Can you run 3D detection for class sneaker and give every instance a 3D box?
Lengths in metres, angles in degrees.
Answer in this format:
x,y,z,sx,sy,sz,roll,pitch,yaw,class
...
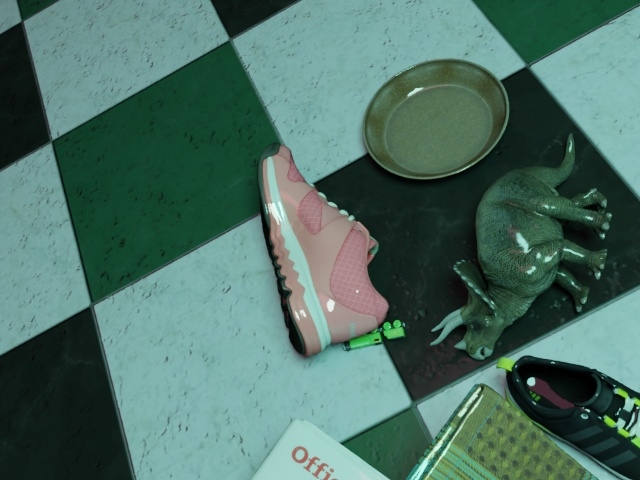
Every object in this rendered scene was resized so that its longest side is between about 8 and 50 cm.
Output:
x,y,z,sx,sy,sz,roll,pitch,yaw,class
0.284,0.179,0.730,0.235,0.097,0.084,18,71,28,sneaker
0.000,0.001,0.950,0.136,0.116,0.313,-11,57,-8,sneaker

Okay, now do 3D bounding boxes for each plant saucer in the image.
x,y,z,sx,sy,sz,roll,pitch,yaw,class
0.157,-0.160,1.003,0.199,0.036,0.198,-9,60,15,plant saucer

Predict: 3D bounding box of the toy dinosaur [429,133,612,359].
x,y,z,sx,sy,sz,roll,pitch,yaw,class
0.240,-0.015,0.843,0.161,0.121,0.313,14,72,12,toy dinosaur

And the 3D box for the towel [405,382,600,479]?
x,y,z,sx,sy,sz,roll,pitch,yaw,class
0.128,0.349,0.643,0.271,0.040,0.370,41,77,-10,towel

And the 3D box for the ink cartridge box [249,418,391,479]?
x,y,z,sx,sy,sz,roll,pitch,yaw,class
-0.014,0.357,0.732,0.207,0.117,0.283,29,76,31,ink cartridge box

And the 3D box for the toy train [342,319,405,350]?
x,y,z,sx,sy,sz,roll,pitch,yaw,class
0.063,0.117,0.897,0.083,0.017,0.023,-15,69,13,toy train
